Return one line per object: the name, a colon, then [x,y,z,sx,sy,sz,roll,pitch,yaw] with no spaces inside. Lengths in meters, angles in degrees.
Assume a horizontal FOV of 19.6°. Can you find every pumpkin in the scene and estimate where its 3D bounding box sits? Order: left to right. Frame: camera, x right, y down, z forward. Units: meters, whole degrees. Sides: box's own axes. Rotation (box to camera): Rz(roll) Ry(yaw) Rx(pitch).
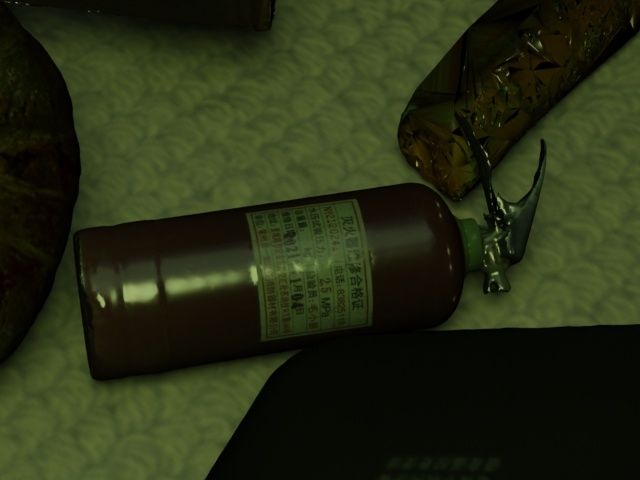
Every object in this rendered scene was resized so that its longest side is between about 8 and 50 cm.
pumpkin: [-0.211,-0.020,0.824,0.219,0.162,0.219,3,78,-17]

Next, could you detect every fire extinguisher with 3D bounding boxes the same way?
fire extinguisher: [0.000,0.000,0.861,0.231,0.071,0.099,-10,84,-9]

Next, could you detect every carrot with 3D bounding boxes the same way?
carrot: [0.120,-0.110,0.960,0.069,0.069,0.228,34,61,20]

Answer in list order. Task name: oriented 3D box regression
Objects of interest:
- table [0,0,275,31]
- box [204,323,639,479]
table: [-0.146,-0.262,0.939,0.282,0.196,0.250,6,39,2]
box: [0.042,0.145,0.690,0.290,0.073,0.289,-5,41,41]
